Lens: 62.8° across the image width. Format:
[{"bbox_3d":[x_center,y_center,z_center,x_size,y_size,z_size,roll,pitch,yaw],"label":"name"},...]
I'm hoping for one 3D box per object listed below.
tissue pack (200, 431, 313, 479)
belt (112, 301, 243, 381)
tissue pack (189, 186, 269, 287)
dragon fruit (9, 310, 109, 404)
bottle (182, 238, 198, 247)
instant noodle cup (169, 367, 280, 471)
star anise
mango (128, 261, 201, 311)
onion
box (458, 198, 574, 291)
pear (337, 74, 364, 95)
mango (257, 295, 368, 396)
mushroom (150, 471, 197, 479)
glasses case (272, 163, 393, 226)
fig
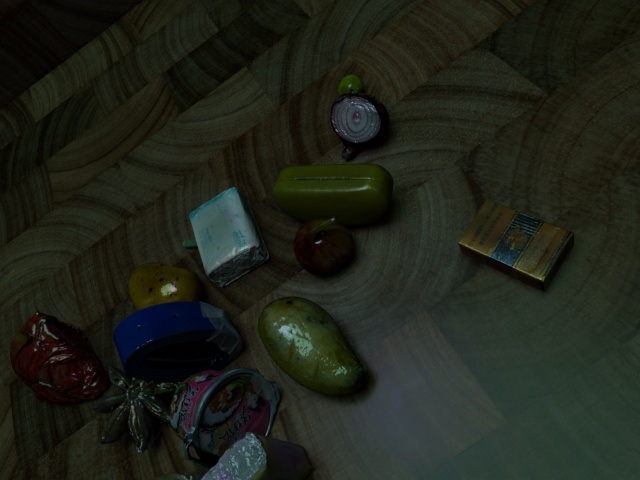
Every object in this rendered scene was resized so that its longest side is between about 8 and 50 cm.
[{"bbox_3d":[-0.156,0.556,1.217,0.215,0.257,0.123,-45,57,-2],"label":"tissue pack"},{"bbox_3d":[-0.381,0.275,1.434,0.213,0.346,0.117,-55,50,21],"label":"belt"},{"bbox_3d":[-0.299,-0.015,1.692,0.201,0.124,0.271,-32,55,10],"label":"tissue pack"},{"bbox_3d":[-0.812,0.378,1.697,0.329,0.303,0.240,21,40,17],"label":"dragon fruit"},{"bbox_3d":[-0.431,0.010,1.794,0.083,0.030,0.031,-6,60,23],"label":"bottle"},{"bbox_3d":[-0.272,0.447,1.361,0.181,0.302,0.259,2,94,41],"label":"instant noodle cup"},{"bbox_3d":[-0.514,0.455,1.533,0.331,0.118,0.332,-7,57,11],"label":"star anise"},{"bbox_3d":[-0.508,0.163,1.671,0.290,0.160,0.191,16,79,36],"label":"mango"},{"bbox_3d":[0.120,-0.362,1.687,0.195,0.140,0.218,18,114,13],"label":"onion"},{"bbox_3d":[0.495,0.008,1.337,0.237,0.070,0.152,29,77,33],"label":"box"},{"bbox_3d":[0.107,-0.530,1.815,0.092,0.092,0.097,-15,41,17],"label":"pear"},{"bbox_3d":[-0.026,0.282,1.380,0.329,0.175,0.177,47,121,17],"label":"mango"},{"bbox_3d":[-0.378,0.699,1.292,0.254,0.184,0.255,-17,60,32],"label":"mushroom"},{"bbox_3d":[0.036,-0.128,1.562,0.370,0.173,0.141,3,63,29],"label":"glasses case"},{"bbox_3d":[-0.005,0.004,1.488,0.174,0.207,0.175,-8,68,20],"label":"fig"}]
